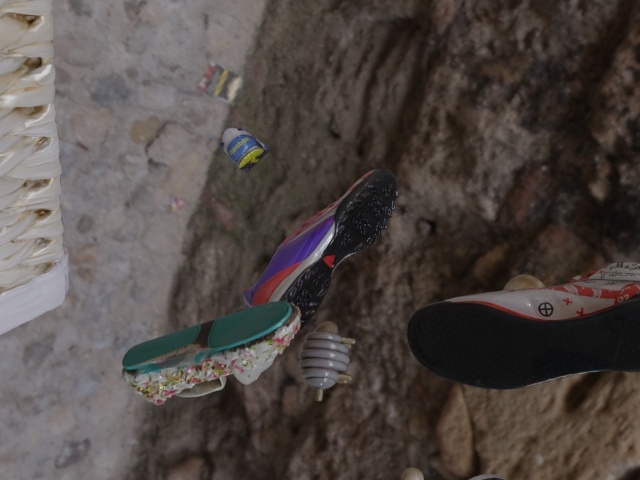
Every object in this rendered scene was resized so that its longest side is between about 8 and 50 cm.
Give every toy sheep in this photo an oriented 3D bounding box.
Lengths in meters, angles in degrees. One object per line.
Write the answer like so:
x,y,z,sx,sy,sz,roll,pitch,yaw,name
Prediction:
0.008,0.193,1.491,0.091,0.091,0.132,34,55,-48,toy sheep

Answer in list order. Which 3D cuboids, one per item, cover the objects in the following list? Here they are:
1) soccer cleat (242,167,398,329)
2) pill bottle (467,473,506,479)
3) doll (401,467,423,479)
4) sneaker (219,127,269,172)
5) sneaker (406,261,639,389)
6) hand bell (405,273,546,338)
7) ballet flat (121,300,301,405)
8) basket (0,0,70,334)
0.000,0.000,1.480,0.318,0.116,0.109,-52,136,-11,soccer cleat
0.146,0.236,0.698,0.065,0.116,0.065,-10,118,-19,pill bottle
0.170,0.464,1.533,0.129,0.046,0.189,-28,104,-55,doll
-0.113,-0.136,1.355,0.053,0.059,0.144,-45,180,-1,sneaker
0.232,0.081,0.921,0.145,0.270,0.090,-25,106,-62,sneaker
0.233,0.129,1.433,0.241,0.126,0.126,-7,125,-30,hand bell
-0.112,0.128,1.024,0.240,0.091,0.077,-17,118,28,ballet flat
-0.362,-0.084,0.534,0.328,0.331,0.267,-26,146,-35,basket
